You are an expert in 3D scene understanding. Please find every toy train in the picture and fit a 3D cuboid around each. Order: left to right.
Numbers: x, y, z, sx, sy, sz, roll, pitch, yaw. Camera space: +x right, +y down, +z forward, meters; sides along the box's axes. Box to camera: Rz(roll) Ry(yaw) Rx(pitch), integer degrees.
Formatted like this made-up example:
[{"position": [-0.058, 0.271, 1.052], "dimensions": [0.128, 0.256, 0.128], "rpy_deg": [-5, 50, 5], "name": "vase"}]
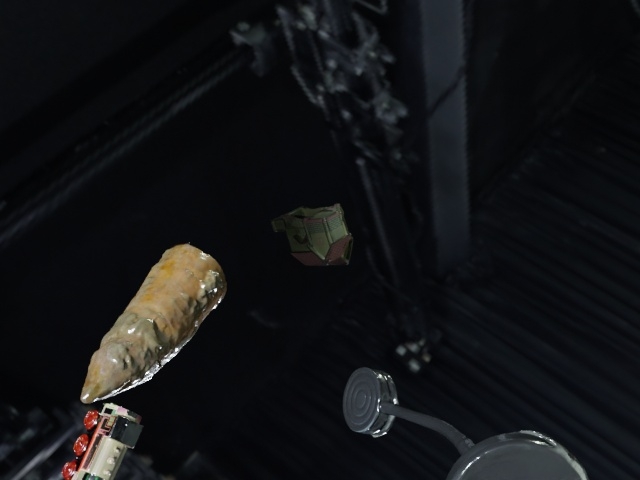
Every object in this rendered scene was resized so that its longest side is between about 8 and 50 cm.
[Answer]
[{"position": [-0.293, 0.285, 1.504], "dimensions": [0.050, 0.087, 0.138], "rpy_deg": [34, -110, -33], "name": "toy train"}]

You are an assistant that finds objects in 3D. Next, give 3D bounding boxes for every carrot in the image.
[{"position": [-0.206, 0.107, 1.324], "dimensions": [0.263, 0.102, 0.102], "rpy_deg": [-53, -23, -51], "name": "carrot"}]

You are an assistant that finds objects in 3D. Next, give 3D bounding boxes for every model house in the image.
[{"position": [0.000, 0.000, 1.050], "dimensions": [0.057, 0.083, 0.058], "rpy_deg": [-27, -73, -42], "name": "model house"}]

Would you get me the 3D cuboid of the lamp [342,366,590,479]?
[{"position": [0.082, 0.165, 0.977], "dimensions": [0.108, 0.371, 0.130], "rpy_deg": [9, -80, -26], "name": "lamp"}]
